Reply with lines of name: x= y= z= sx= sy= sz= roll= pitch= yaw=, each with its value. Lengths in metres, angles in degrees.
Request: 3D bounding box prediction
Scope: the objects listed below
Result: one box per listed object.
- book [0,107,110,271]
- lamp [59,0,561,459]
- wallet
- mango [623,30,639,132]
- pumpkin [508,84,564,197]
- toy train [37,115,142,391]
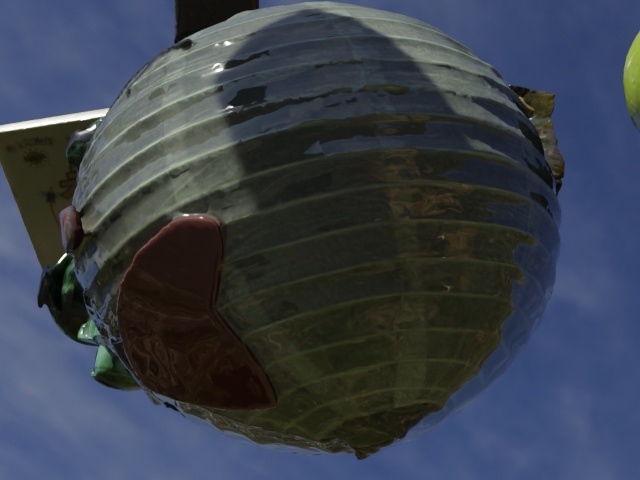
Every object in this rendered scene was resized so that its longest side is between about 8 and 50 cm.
book: x=-0.211 y=-0.021 z=1.859 sx=0.207 sy=0.020 sz=0.295 roll=-9 pitch=-48 yaw=6
lamp: x=0.000 y=0.000 z=0.868 sx=0.233 sy=0.233 sz=0.265 roll=-6 pitch=-19 yaw=34
wallet: x=-0.094 y=-0.206 z=1.589 sx=0.082 sy=0.157 sz=0.018 roll=0 pitch=3 yaw=-18
mango: x=0.370 y=-0.141 z=1.321 sx=0.293 sy=0.143 sz=0.175 roll=-15 pitch=-15 yaw=35
pumpkin: x=0.119 y=-0.105 z=1.782 sx=0.248 sy=0.131 sz=0.126 roll=-9 pitch=-33 yaw=35
toy train: x=-0.104 y=-0.002 z=1.402 sx=0.202 sy=0.266 sz=0.145 roll=17 pitch=-12 yaw=-31
